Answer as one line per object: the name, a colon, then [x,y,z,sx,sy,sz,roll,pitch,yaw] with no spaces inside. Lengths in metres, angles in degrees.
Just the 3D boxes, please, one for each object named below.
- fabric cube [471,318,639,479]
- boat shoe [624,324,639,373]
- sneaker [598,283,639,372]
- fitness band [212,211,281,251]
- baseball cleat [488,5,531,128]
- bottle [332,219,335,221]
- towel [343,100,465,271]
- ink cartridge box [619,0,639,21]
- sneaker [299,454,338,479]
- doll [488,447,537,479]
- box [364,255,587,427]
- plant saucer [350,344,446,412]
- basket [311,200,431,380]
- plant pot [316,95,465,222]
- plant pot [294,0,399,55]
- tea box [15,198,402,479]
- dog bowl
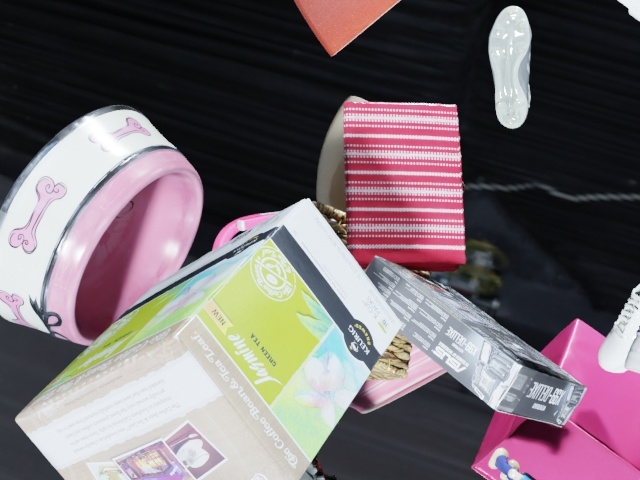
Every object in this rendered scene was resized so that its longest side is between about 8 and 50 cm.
fabric cube: [0.487,0.364,1.912,0.259,0.254,0.258,-54,179,42]
boat shoe: [0.529,0.200,1.313,0.088,0.267,0.096,-60,174,-3]
sneaker: [0.550,0.125,1.707,0.235,0.094,0.090,-50,-148,16]
fitness band: [-0.136,0.039,2.469,0.290,0.054,0.209,-11,100,-38]
baseball cleat: [0.325,-0.298,1.716,0.109,0.072,0.206,-46,139,-67]
bottle: [0.000,0.000,2.456,0.282,0.092,0.118,-17,130,-25]
towel: [0.134,-0.086,1.618,0.031,0.198,0.275,150,-61,-75]
ink cartridge box: [0.562,-0.328,1.327,0.119,0.353,0.207,3,128,-43]
sneaker: [-0.042,0.401,1.587,0.276,0.135,0.098,69,-1,-55]
doll: [0.341,0.401,1.613,0.046,0.129,0.189,-46,-153,-5]
box: [0.227,0.153,1.525,0.242,0.307,0.077,22,103,-52]
plant saucer: [0.177,0.261,2.052,0.332,0.084,0.332,-26,167,-7]
basket: [0.012,0.095,1.736,0.213,0.299,0.223,-10,-120,52]
plant pot: [0.102,-0.106,1.882,0.191,0.284,0.284,-52,170,-4]
plant pot: [0.055,-0.578,1.978,0.267,0.235,0.267,-35,-158,32]
tea box: [-0.132,0.162,1.243,0.329,0.220,0.323,-29,-166,37]
dog bowl: [-0.350,-0.007,1.650,0.408,0.150,0.408,-51,160,-26]
